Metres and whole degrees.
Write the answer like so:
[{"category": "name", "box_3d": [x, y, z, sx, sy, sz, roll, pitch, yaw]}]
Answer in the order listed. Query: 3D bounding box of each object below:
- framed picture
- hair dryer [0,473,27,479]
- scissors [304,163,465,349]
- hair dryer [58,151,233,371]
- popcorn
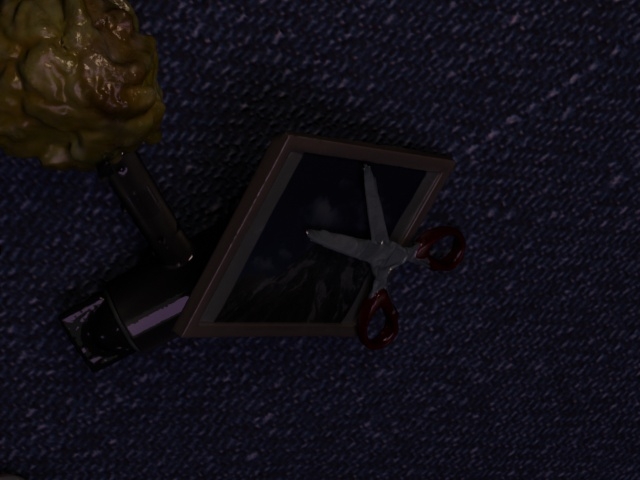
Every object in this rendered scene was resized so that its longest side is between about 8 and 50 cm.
[{"category": "framed picture", "box_3d": [0.000, 0.000, 1.656, 0.281, 0.019, 0.209, 2, 122, -55]}, {"category": "hair dryer", "box_3d": [-0.249, 0.322, 1.848, 0.073, 0.131, 0.236, -43, 146, 10]}, {"category": "scissors", "box_3d": [0.056, 0.010, 1.711, 0.144, 0.017, 0.247, -49, 149, -4]}, {"category": "hair dryer", "box_3d": [-0.172, -0.011, 1.636, 0.195, 0.078, 0.248, -27, 124, 0]}, {"category": "popcorn", "box_3d": [-0.199, -0.125, 1.462, 0.173, 0.142, 0.173, -9, 127, -12]}]
